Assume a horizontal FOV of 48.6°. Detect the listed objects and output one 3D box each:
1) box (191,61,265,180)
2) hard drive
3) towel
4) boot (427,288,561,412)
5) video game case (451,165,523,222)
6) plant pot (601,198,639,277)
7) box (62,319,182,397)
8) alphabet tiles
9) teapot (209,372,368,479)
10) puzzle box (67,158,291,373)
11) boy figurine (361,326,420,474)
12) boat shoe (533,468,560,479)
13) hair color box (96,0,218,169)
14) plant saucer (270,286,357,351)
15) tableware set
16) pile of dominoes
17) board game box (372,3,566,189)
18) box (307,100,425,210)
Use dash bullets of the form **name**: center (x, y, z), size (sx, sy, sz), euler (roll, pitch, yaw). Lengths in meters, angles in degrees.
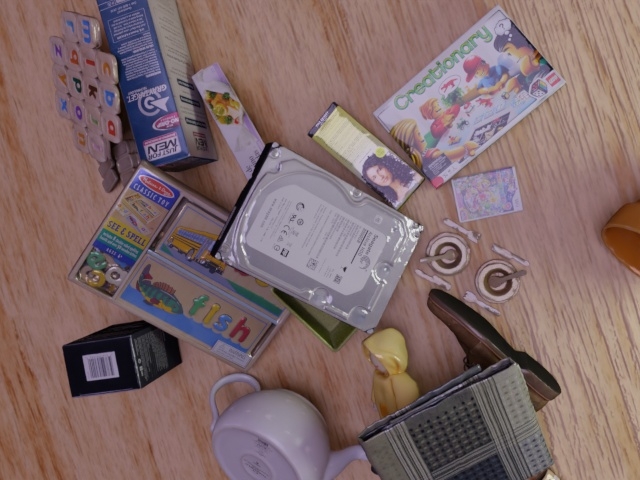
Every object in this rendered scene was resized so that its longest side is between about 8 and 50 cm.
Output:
- **box**: center (-0.152, -0.200, 1.388), size (0.063, 0.067, 0.324), euler (-30, 75, 1)
- **hard drive**: center (0.000, 0.000, 1.308), size (0.339, 0.064, 0.237), euler (29, 86, -19)
- **towel**: center (0.254, 0.373, 1.293), size (0.312, 0.056, 0.324), euler (-27, 124, 1)
- **boot**: center (0.303, 0.219, 1.348), size (0.305, 0.112, 0.115), euler (43, 112, 4)
- **video game case**: center (0.320, -0.088, 1.364), size (0.122, 0.011, 0.087), euler (-11, 91, 12)
- **plant pot**: center (0.630, -0.030, 1.221), size (0.205, 0.205, 0.188), euler (40, 85, 6)
- **box**: center (-0.395, 0.232, 1.437), size (0.153, 0.207, 0.108), euler (-10, 92, 13)
- **alphabet tiles**: center (-0.470, -0.308, 1.422), size (0.278, 0.021, 0.284), euler (25, 122, 42)
- **teapot**: center (-0.081, 0.383, 1.401), size (0.252, 0.187, 0.256), euler (-18, 109, 40)
- **puzzle box**: center (-0.240, 0.061, 1.383), size (0.409, 0.052, 0.272), euler (31, 103, -18)
- **boy figurine**: center (0.138, 0.312, 1.352), size (0.092, 0.177, 0.285), euler (-9, 98, -17)
- **boat shoe**: center (0.389, 0.503, 1.371), size (0.170, 0.063, 0.059), euler (-36, 84, 3)
- **hair color box**: center (-0.318, -0.315, 1.398), size (0.105, 0.174, 0.347), euler (-15, 91, 12)
- **plant saucer**: center (0.022, 0.088, 1.380), size (0.188, 0.045, 0.188), euler (45, 81, -16)
- **tableware set**: center (0.293, 0.053, 1.365), size (0.194, 0.039, 0.128), euler (29, 99, 9)
- **pile of dominoes**: center (-0.417, -0.236, 1.470), size (0.196, 0.040, 0.251), euler (-15, 91, 45)
- **board game box**: center (0.276, -0.266, 1.338), size (0.305, 0.053, 0.193), euler (-41, 85, 12)
- **box**: center (0.090, -0.165, 1.383), size (0.232, 0.058, 0.087), euler (40, 101, 7)
